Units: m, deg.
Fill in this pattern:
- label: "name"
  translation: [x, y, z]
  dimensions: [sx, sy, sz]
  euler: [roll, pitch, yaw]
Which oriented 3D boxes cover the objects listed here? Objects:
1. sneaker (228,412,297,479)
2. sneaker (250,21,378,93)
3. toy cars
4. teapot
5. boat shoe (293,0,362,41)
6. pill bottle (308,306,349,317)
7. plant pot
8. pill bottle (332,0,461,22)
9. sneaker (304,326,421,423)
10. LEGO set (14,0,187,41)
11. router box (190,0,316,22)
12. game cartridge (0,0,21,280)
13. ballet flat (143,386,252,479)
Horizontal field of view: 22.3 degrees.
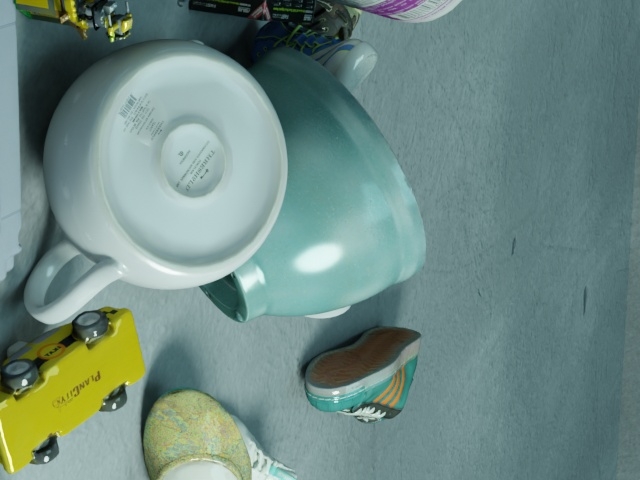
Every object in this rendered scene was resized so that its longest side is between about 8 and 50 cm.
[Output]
- label: "sneaker"
  translation: [-0.077, 0.282, 2.026]
  dimensions: [0.080, 0.094, 0.212]
  euler: [-65, 152, -22]
- label: "sneaker"
  translation: [-0.021, -0.196, 1.813]
  dimensions: [0.091, 0.126, 0.240]
  euler: [-48, -177, -19]
- label: "toy cars"
  translation: [-0.300, 0.230, 1.545]
  dimensions: [0.176, 0.087, 0.394]
  euler: [34, 75, -51]
- label: "teapot"
  translation: [-0.171, -0.066, 1.566]
  dimensions: [0.256, 0.187, 0.253]
  euler: [-12, 95, -35]
- label: "boat shoe"
  translation: [-0.004, -0.271, 1.925]
  dimensions: [0.223, 0.080, 0.073]
  euler: [1, 96, -69]
- label: "pill bottle"
  translation: [0.000, 0.000, 2.035]
  dimensions: [0.108, 0.108, 0.180]
  euler: [-43, 139, -51]
- label: "plant pot"
  translation: [-0.053, -0.034, 1.746]
  dimensions: [0.196, 0.293, 0.293]
  euler: [-34, 138, -19]
- label: "pill bottle"
  translation: [0.038, -0.338, 1.755]
  dimensions: [0.301, 0.169, 0.169]
  euler: [5, 97, -56]
- label: "sneaker"
  translation: [0.065, 0.209, 2.276]
  dimensions: [0.302, 0.108, 0.121]
  euler: [-21, 116, -63]
- label: "LEGO set"
  translation: [-0.133, -0.327, 1.484]
  dimensions: [0.331, 0.192, 0.255]
  euler: [-39, 136, -53]
- label: "router box"
  translation: [-0.072, -0.261, 1.768]
  dimensions: [0.122, 0.092, 0.038]
  euler: [-11, 112, -63]
- label: "game cartridge"
  translation: [-0.329, -0.082, 1.359]
  dimensions: [0.196, 0.060, 0.294]
  euler: [-37, 135, -59]
- label: "ballet flat"
  translation: [-0.132, 0.325, 1.884]
  dimensions: [0.123, 0.123, 0.349]
  euler: [-52, 148, -43]
